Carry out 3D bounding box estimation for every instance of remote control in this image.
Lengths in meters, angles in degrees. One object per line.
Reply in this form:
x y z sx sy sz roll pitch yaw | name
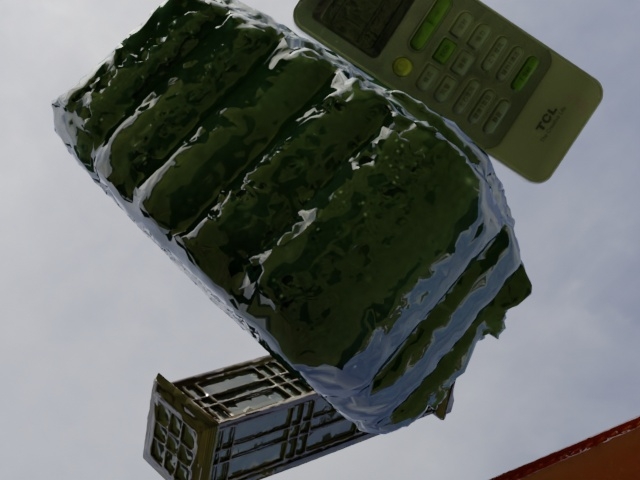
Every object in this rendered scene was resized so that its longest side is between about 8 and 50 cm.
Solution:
0.103 -0.150 0.819 0.250 0.034 0.103 34 -87 -2 | remote control

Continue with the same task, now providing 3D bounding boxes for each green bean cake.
0.000 0.000 0.703 0.169 0.308 0.300 -46 -125 -8 | green bean cake

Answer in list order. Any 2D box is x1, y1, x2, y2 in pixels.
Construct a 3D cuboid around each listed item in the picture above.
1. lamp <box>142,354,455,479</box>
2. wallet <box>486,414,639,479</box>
-0.003 0.145 0.927 0.090 0.325 0.089 30 -61 39 | lamp
0.134 0.164 0.461 0.204 0.045 0.142 -33 -113 31 | wallet
